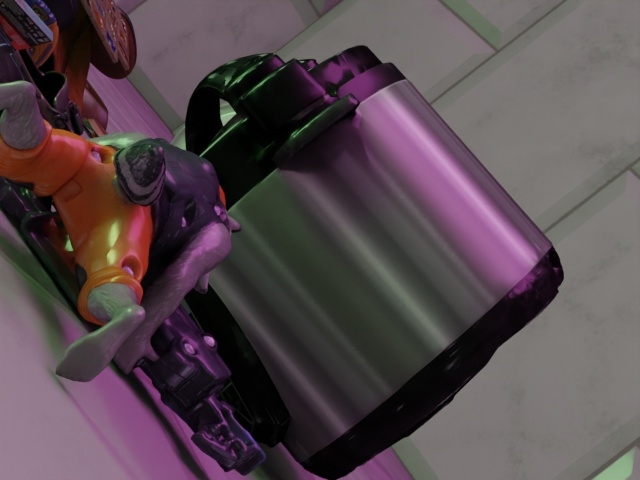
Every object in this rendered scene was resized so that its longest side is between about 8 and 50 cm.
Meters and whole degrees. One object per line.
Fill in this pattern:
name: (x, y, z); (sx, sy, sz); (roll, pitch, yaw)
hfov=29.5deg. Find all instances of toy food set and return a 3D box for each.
toy food set: (-0.343, -0.158, 1.914); (0.083, 0.020, 0.082); (53, 0, -25)

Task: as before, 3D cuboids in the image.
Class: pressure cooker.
pressure cooker: (0.004, -0.003, 1.316); (0.420, 0.370, 0.375); (50, 29, 3)

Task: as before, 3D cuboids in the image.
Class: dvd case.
dvd case: (-0.315, -0.194, 1.098); (0.087, 0.119, 0.013); (52, 30, -58)

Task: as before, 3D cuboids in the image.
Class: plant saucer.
plant saucer: (-0.414, -0.263, 2.043); (0.199, 0.036, 0.198); (53, 0, 0)

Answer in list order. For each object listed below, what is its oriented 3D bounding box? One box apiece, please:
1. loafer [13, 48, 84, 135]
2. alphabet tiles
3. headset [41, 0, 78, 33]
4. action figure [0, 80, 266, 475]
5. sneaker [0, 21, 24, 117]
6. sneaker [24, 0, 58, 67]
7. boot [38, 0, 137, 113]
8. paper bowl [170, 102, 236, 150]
loafer: (-0.302, -0.158, 1.277); (0.096, 0.084, 0.267); (52, 0, 39)
alphabet tiles: (-0.320, -0.361, 1.699); (0.198, 0.009, 0.237); (-103, 171, -50)
headset: (-0.397, -0.365, 1.536); (0.243, 0.185, 0.394); (53, -17, -13)
action figure: (-0.121, 0.014, 0.925); (0.341, 0.178, 0.330); (50, 9, 3)
sneaker: (-0.294, -0.158, 0.970); (0.106, 0.101, 0.267); (55, 1, 12)
sneaker: (-0.412, -0.293, 1.290); (0.131, 0.112, 0.296); (27, -20, 45)
boot: (-0.335, -0.263, 1.758); (0.264, 0.096, 0.281); (80, 3, -49)
paper bowl: (-0.117, -0.078, 1.922); (0.284, 0.284, 0.148); (53, 1, 1)
